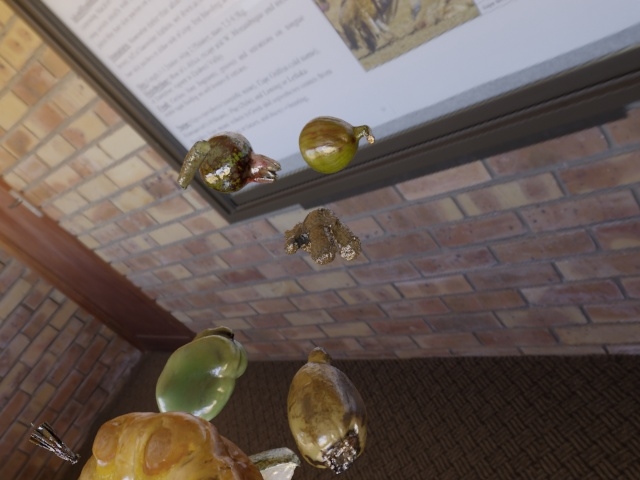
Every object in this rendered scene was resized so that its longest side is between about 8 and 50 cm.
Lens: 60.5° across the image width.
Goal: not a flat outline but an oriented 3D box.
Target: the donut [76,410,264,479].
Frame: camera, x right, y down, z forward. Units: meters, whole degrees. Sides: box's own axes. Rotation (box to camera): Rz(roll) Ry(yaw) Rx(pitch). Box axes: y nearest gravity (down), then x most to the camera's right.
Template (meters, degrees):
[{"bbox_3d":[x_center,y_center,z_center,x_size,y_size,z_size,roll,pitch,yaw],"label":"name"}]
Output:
[{"bbox_3d":[-0.210,0.376,0.717,0.299,0.150,0.317,-48,48,-1],"label":"donut"}]

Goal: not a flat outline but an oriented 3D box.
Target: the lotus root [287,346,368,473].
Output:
[{"bbox_3d":[0.009,0.271,0.896,0.138,0.138,0.214,-35,33,15],"label":"lotus root"}]

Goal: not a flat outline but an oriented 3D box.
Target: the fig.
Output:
[{"bbox_3d":[0.036,-0.252,1.350,0.186,0.142,0.148,-31,-3,17],"label":"fig"}]

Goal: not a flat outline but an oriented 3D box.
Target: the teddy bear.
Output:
[{"bbox_3d":[0.002,-0.020,1.393,0.251,0.181,0.129,13,104,57],"label":"teddy bear"}]

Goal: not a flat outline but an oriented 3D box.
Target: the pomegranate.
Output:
[{"bbox_3d":[-0.173,-0.148,1.128,0.126,0.163,0.138,-54,1,9],"label":"pomegranate"}]

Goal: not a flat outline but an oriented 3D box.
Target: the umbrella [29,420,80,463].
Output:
[{"bbox_3d":[-0.361,0.273,0.741,0.020,0.083,0.031,-47,0,16],"label":"umbrella"}]

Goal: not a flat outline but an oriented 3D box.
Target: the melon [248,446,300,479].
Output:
[{"bbox_3d":[-0.126,0.435,0.982,0.202,0.139,0.093,-39,61,40],"label":"melon"}]

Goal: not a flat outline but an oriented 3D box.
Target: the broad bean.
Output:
[{"bbox_3d":[-0.252,0.282,1.143,0.169,0.100,0.228,23,77,27],"label":"broad bean"}]

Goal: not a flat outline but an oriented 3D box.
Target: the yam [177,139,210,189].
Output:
[{"bbox_3d":[-0.207,-0.115,0.869,0.129,0.027,0.033,-41,24,53],"label":"yam"}]
